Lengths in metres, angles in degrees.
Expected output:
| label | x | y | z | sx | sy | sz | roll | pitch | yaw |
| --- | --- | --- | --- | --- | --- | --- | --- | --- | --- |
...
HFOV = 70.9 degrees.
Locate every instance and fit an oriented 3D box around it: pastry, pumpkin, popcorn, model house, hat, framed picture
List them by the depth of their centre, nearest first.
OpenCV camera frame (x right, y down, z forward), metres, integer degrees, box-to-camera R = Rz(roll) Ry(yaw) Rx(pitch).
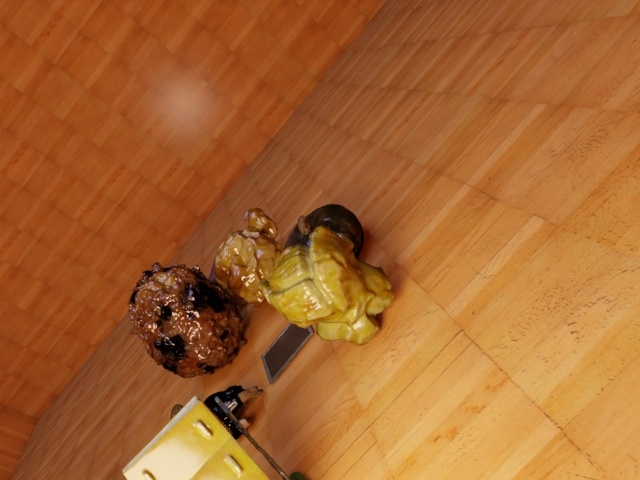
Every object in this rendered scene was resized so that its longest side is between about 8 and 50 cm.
| label | x | y | z | sx | sy | sz | roll | pitch | yaw |
| --- | --- | --- | --- | --- | --- | --- | --- | --- | --- |
| model house | -0.211 | 0.442 | 0.782 | 0.300 | 0.323 | 0.340 | -41 | 18 | -22 |
| popcorn | 0.018 | 0.104 | 1.007 | 0.225 | 0.277 | 0.276 | -45 | 24 | 26 |
| framed picture | -0.093 | 0.291 | 1.242 | 0.183 | 0.011 | 0.142 | -50 | 24 | 2 |
| pumpkin | -0.002 | -0.001 | 1.275 | 0.260 | 0.189 | 0.260 | -38 | 28 | 25 |
| hat | -0.381 | 0.549 | 1.337 | 0.146 | 0.067 | 0.145 | 6 | 98 | 44 |
| pastry | -0.419 | 0.268 | 1.444 | 0.338 | 0.404 | 0.292 | 1 | 32 | 26 |
| popcorn | -0.221 | 0.059 | 1.479 | 0.265 | 0.225 | 0.331 | -13 | 68 | 36 |

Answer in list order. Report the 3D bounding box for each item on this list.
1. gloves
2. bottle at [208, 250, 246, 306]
| label | x | y | z | sx | sy | sz | roll | pitch | yaw |
| --- | --- | --- | --- | --- | --- | --- | --- | --- | --- |
| gloves | -0.238 | 0.443 | 1.177 | 0.203 | 0.124 | 0.164 | -54 | 41 | 13 |
| bottle | -0.337 | 0.113 | 1.739 | 0.296 | 0.173 | 0.206 | -96 | 30 | -57 |
